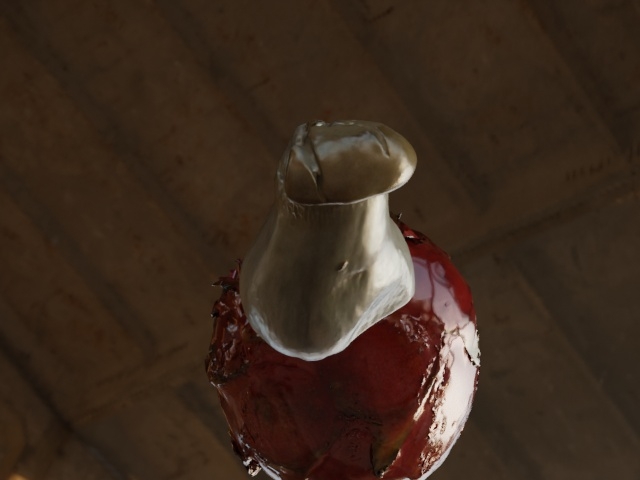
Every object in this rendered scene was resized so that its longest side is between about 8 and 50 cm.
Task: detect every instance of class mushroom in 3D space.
[{"bbox_3d":[0.000,0.000,0.779,0.116,0.093,0.225,-23,-32,-7],"label":"mushroom"}]

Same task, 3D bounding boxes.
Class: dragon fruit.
[{"bbox_3d":[0.023,0.123,1.347,0.295,0.295,0.302,6,-64,12],"label":"dragon fruit"}]
